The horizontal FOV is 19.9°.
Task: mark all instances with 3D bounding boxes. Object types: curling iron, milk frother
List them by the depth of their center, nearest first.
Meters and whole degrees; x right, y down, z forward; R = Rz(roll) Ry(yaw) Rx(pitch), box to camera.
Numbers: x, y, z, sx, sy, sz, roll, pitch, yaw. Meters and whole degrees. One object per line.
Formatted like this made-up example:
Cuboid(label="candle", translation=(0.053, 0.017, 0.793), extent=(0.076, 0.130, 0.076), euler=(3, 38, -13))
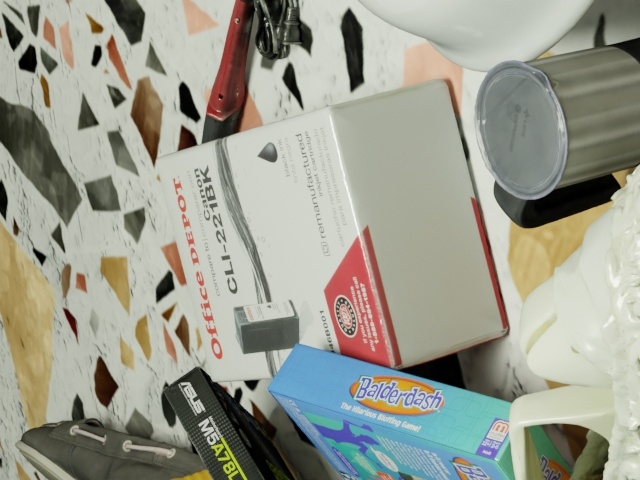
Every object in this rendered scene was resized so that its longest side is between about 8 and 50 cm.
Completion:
Cuboid(label="milk frother", translation=(0.186, -0.047, 1.100), extent=(0.143, 0.134, 0.129), euler=(37, 132, 44))
Cuboid(label="curling iron", translation=(-0.075, -0.114, 1.560), extent=(0.068, 0.035, 0.274), euler=(56, 142, 28))

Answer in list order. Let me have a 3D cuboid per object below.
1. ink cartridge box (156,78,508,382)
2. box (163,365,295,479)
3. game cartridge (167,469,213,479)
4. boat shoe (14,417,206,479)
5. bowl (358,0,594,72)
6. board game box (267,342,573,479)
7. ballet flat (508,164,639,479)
Cuboid(label="ink cartridge box", translation=(0.000, 0.000, 1.418), extent=(0.273, 0.114, 0.197), euler=(-10, 94, 58))
Cuboid(label="box", translation=(-0.047, 0.214, 1.545), extent=(0.184, 0.045, 0.191), euler=(55, 180, 28))
Cuboid(label="game cartridge", translation=(-0.138, 0.349, 1.571), extent=(0.285, 0.323, 0.053), euler=(56, 145, 27))
Cuboid(label="boat shoe", translation=(-0.203, 0.235, 1.861), extent=(0.112, 0.095, 0.335), euler=(49, 162, -28))
Cuboid(label="bowl", translation=(0.068, -0.256, 1.123), extent=(0.298, 0.134, 0.298), euler=(-14, 74, 62))
Cuboid(label="board game box", translation=(0.084, 0.155, 1.301), extent=(0.210, 0.047, 0.160), euler=(14, 151, 40))
Cuboid(label="ballet flat", translation=(0.178, 0.095, 1.080), extent=(0.147, 0.147, 0.409), euler=(43, 148, 40))
